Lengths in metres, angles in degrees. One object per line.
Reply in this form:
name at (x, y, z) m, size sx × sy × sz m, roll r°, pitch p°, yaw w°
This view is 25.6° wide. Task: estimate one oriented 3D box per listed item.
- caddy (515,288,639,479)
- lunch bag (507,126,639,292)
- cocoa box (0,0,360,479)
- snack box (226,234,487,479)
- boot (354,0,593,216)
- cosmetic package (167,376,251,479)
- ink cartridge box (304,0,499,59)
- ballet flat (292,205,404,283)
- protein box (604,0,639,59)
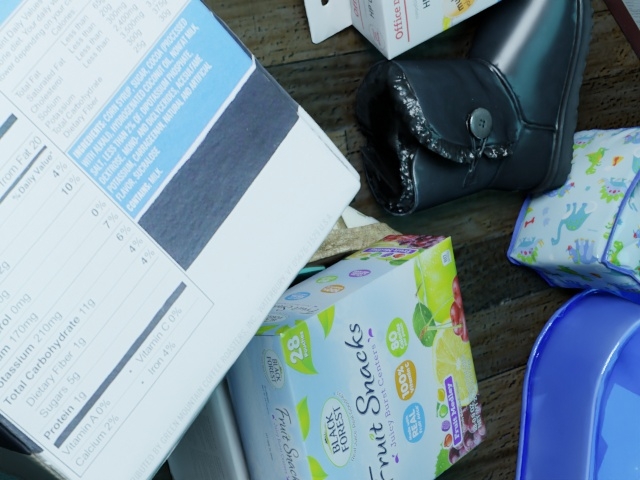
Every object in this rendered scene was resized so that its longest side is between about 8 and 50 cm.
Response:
caddy at (0.309, 0.200, 1.308) m, size 0.241 × 0.179 × 0.341 m, roll 6°, pitch 90°, yaw -14°
lunch bag at (0.259, -0.033, 1.278) m, size 0.096 × 0.129 × 0.151 m, roll 28°, pitch 74°, yaw -35°
cocoa box at (-0.201, -0.029, 0.790) m, size 0.228 × 0.347 × 0.231 m, roll 47°, pitch 67°, yaw -29°
snack box at (0.030, 0.109, 1.043) m, size 0.207 × 0.070 × 0.174 m, roll -28°, pitch 112°, yaw -44°
boot at (0.129, -0.148, 1.192) m, size 0.207 × 0.094 × 0.246 m, roll -7°, pitch 103°, yaw -41°
cosmetic package at (-0.088, 0.070, 1.041) m, size 0.060 × 0.099 × 0.239 m, roll -22°, pitch 107°, yaw -34°
ink cartridge box at (0.077, -0.218, 1.118) m, size 0.181 × 0.061 × 0.104 m, roll -29°, pitch 141°, yaw -14°
ballet flat at (0.000, 0.000, 1.125) m, size 0.206 × 0.073 × 0.067 m, roll -3°, pitch 72°, yaw -41°
protein box at (0.376, -0.286, 1.347) m, size 0.200 × 0.136 × 0.201 m, roll -52°, pitch 121°, yaw -22°
